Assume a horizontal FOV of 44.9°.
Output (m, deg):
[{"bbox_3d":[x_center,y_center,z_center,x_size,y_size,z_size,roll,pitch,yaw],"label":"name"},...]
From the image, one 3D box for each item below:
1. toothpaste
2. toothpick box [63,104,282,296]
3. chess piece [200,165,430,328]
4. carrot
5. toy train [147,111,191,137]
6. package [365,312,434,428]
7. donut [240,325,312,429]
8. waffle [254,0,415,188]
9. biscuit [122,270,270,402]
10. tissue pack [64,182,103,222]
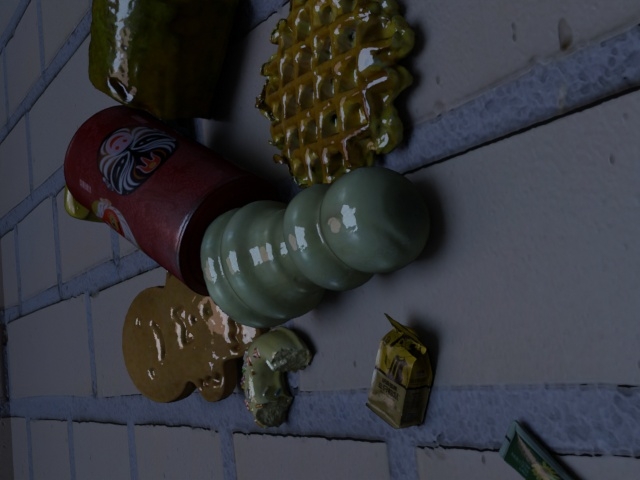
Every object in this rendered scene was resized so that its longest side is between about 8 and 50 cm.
[{"bbox_3d":[0.247,0.255,0.756,0.204,0.031,0.049,42,124,49],"label":"toothpaste"},{"bbox_3d":[-0.243,-0.072,1.256,0.333,0.204,0.204,32,118,36],"label":"toothpick box"},{"bbox_3d":[0.000,0.000,1.005,0.330,0.182,0.182,-23,72,48],"label":"chess piece"},{"bbox_3d":[-0.265,-0.372,1.315,0.241,0.242,0.340,42,127,47],"label":"carrot"},{"bbox_3d":[-0.292,-0.174,1.487,0.086,0.089,0.409,-20,75,32],"label":"toy train"},{"bbox_3d":[0.101,0.160,0.955,0.071,0.047,0.131,27,111,55],"label":"package"},{"bbox_3d":[-0.079,0.201,1.204,0.108,0.065,0.166,47,129,41],"label":"donut"},{"bbox_3d":[0.008,-0.212,1.062,0.325,0.068,0.302,56,134,41],"label":"waffle"},{"bbox_3d":[-0.236,0.156,1.360,0.355,0.052,0.275,-26,73,35],"label":"biscuit"},{"bbox_3d":[-0.450,-0.100,1.647,0.127,0.178,0.123,-139,55,-70],"label":"tissue pack"}]
